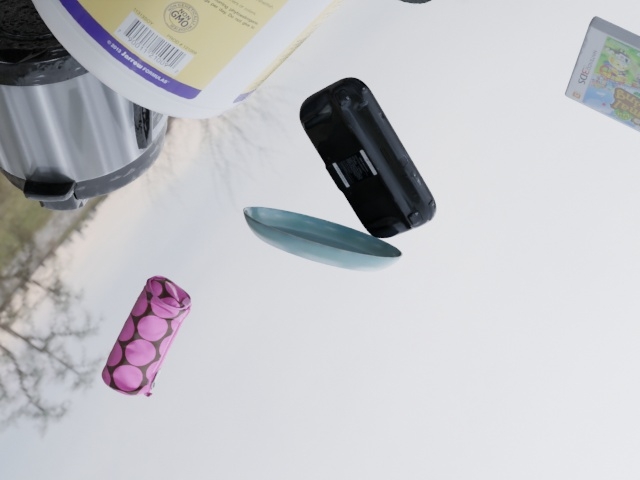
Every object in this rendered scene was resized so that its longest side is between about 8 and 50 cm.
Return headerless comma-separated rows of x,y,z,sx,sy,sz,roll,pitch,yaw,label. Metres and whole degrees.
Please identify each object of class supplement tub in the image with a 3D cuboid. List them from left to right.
-0.059,-0.282,0.752,0.331,0.241,0.241,-40,-162,30,supplement tub

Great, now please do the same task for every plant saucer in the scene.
0.000,0.000,1.806,0.317,0.318,0.043,-127,-127,-75,plant saucer

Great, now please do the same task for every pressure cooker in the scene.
-0.491,-0.287,1.836,0.370,0.375,0.420,-33,144,-25,pressure cooker

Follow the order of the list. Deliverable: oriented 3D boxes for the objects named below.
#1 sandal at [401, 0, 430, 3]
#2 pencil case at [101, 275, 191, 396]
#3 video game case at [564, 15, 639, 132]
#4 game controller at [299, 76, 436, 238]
0.077,-0.483,1.323,0.168,0.445,0.107,3,-120,20,sandal
-0.298,0.170,1.637,0.209,0.098,0.095,-63,166,19,pencil case
0.471,-0.220,1.370,0.023,0.212,0.193,-56,165,-17,video game case
0.086,-0.149,1.774,0.167,0.319,0.067,-19,-162,46,game controller
